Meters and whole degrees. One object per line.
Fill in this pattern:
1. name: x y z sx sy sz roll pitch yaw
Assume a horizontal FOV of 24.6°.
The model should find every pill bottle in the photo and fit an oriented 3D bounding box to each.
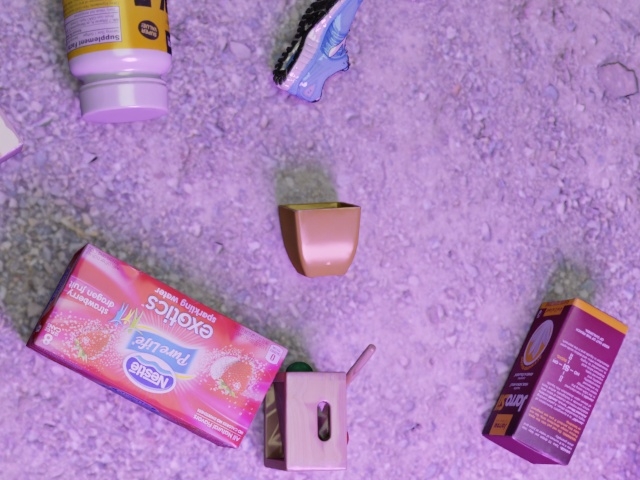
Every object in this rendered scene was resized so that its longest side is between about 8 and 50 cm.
1. pill bottle: -0.230 -0.244 1.664 0.119 0.119 0.208 -5 86 -16

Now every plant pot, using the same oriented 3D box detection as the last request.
1. plant pot: 0.000 0.000 1.726 0.081 0.081 0.083 -4 96 -16

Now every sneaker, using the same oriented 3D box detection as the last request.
1. sneaker: 0.009 -0.237 1.771 0.073 0.063 0.162 37 80 -27

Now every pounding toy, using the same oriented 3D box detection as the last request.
1. pounding toy: -0.002 0.190 1.677 0.100 0.130 0.141 2 84 -16

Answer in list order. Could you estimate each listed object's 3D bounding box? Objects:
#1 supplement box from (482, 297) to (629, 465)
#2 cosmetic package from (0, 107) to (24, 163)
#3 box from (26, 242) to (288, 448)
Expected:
1. supplement box: 0.282 0.171 1.773 0.081 0.104 0.188 29 77 -10
2. cosmetic package: -0.381 -0.142 1.643 0.041 0.060 0.115 -34 92 -15
3. box: -0.184 0.120 1.638 0.257 0.122 0.128 29 78 -11
